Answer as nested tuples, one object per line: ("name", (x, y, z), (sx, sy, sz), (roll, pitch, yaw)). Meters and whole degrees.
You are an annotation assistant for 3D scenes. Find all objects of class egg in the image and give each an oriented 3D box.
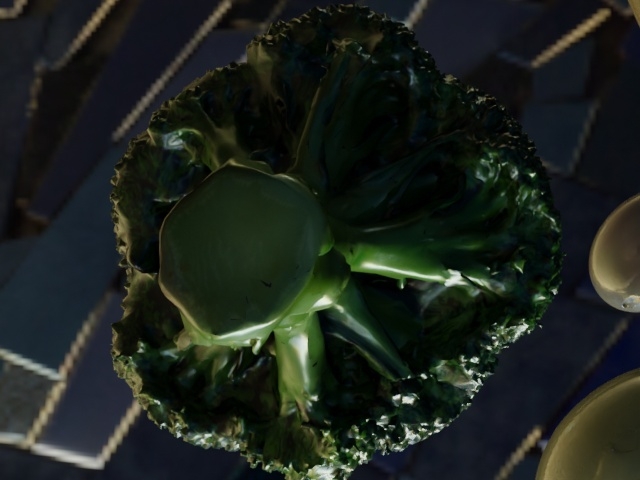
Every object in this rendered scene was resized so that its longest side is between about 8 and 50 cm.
("egg", (0.302, 0.238, 1.467), (0.219, 0.219, 0.269), (-12, 118, -64))
("egg", (0.320, 0.009, 1.574), (0.135, 0.103, 0.103), (-54, 165, 23))

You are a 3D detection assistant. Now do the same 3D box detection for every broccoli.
("broccoli", (0.000, 0.000, 0.965), (0.297, 0.297, 0.298), (25, 68, -83))

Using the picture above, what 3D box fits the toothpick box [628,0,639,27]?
("toothpick box", (0.244, -0.266, 0.996), (0.187, 0.190, 0.308), (-39, 119, -15))
